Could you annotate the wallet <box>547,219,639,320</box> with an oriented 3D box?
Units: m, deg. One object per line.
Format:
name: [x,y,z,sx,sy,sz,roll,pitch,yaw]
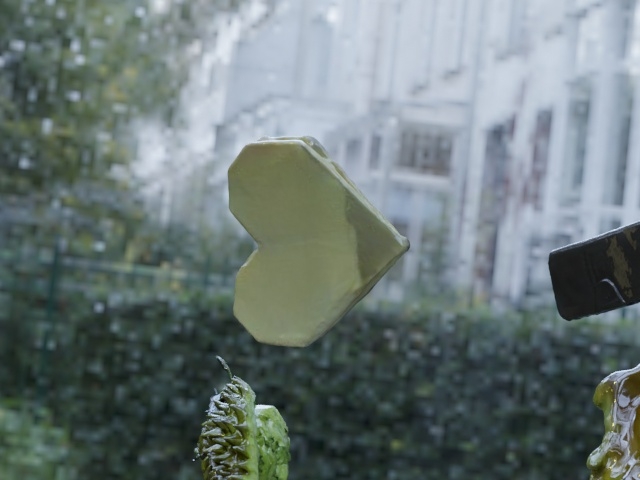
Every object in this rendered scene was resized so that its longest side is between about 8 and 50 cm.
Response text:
wallet: [0.296,0.032,2.037,0.018,0.082,0.157,-4,-10,-36]

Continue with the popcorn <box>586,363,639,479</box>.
popcorn: [0.353,0.198,1.661,0.258,0.224,0.270,-3,-16,5]

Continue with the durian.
durian: [-0.094,0.240,2.326,0.132,0.106,0.375,47,19,-20]

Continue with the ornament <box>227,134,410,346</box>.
ornament: [0.000,0.000,1.891,0.180,0.201,0.059,1,9,22]
